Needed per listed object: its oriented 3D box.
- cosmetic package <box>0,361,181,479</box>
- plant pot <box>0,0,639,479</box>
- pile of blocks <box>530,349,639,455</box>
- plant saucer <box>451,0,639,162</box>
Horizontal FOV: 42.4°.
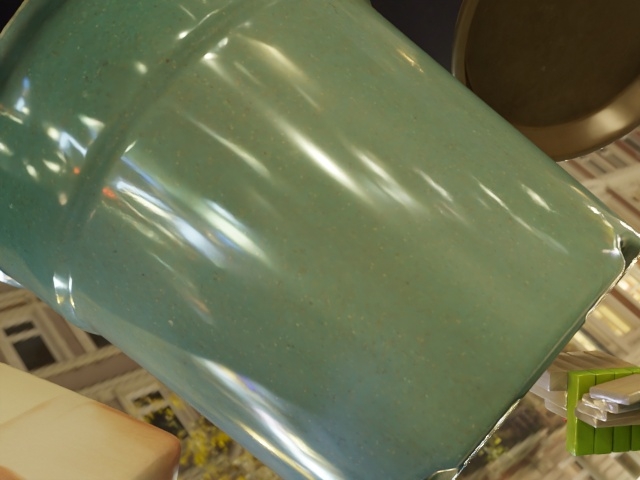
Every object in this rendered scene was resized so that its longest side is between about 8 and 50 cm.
[{"bbox_3d":[-0.172,0.151,0.238,0.296,0.129,0.153,-25,-49,-70],"label":"cosmetic package"},{"bbox_3d":[0.000,0.000,0.557,0.341,0.334,0.341,-44,-19,-19],"label":"plant pot"},{"bbox_3d":[0.339,0.190,0.777,0.149,0.362,0.112,-3,-85,-37],"label":"pile of blocks"},{"bbox_3d":[0.232,-0.193,0.718,0.278,0.041,0.277,-14,-49,-17],"label":"plant saucer"}]
